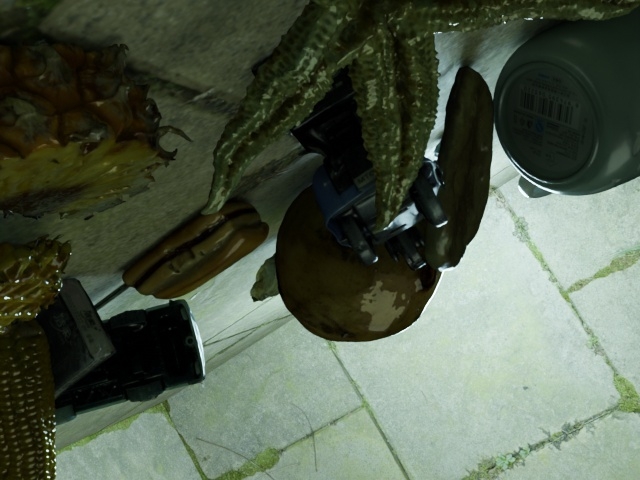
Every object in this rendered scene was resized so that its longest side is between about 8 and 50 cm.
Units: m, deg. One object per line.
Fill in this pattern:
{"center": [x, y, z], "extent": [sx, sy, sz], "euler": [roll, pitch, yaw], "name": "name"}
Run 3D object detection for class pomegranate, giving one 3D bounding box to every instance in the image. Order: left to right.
{"center": [0.064, 0.024, 0.997], "extent": [0.281, 0.281, 0.281], "euler": [-30, 170, -6], "name": "pomegranate"}

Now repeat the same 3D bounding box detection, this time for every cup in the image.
{"center": [0.414, -0.185, 0.987], "extent": [0.274, 0.259, 0.356], "euler": [-23, 153, -25], "name": "cup"}

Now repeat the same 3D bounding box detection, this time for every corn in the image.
{"center": [-0.359, 0.198, 0.748], "extent": [0.097, 0.261, 0.097], "euler": [-3, -169, 0], "name": "corn"}

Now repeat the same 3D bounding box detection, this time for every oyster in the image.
{"center": [-0.001, -0.002, 1.263], "extent": [0.354, 0.107, 0.201], "euler": [-40, -165, -23], "name": "oyster"}

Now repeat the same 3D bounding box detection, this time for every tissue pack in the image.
{"center": [-0.340, 0.131, 0.808], "extent": [0.156, 0.112, 0.051], "euler": [-36, 170, 27], "name": "tissue pack"}

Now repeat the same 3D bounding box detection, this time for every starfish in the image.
{"center": [0.029, -0.152, 0.410], "extent": [0.358, 0.078, 0.347], "euler": [-34, 143, 14], "name": "starfish"}

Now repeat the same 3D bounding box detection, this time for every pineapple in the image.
{"center": [-0.162, -0.074, 0.426], "extent": [0.135, 0.079, 0.233], "euler": [-23, 177, 2], "name": "pineapple"}

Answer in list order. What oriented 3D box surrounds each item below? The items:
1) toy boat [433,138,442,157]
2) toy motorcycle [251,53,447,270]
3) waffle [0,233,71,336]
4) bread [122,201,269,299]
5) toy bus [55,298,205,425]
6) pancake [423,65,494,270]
{"center": [0.260, -0.206, 1.196], "extent": [0.096, 0.034, 0.122], "euler": [-27, 161, -20], "name": "toy boat"}
{"center": [0.051, -0.075, 0.703], "extent": [0.125, 0.212, 0.358], "euler": [-30, 167, 5], "name": "toy motorcycle"}
{"center": [-0.324, 0.049, 0.581], "extent": [0.197, 0.070, 0.193], "euler": [-27, 170, -35], "name": "waffle"}
{"center": [-0.172, 0.020, 0.893], "extent": [0.200, 0.077, 0.116], "euler": [-33, 178, 18], "name": "bread"}
{"center": [-0.307, 0.177, 0.950], "extent": [0.271, 0.133, 0.165], "euler": [-14, 176, -4], "name": "toy bus"}
{"center": [0.203, -0.099, 0.909], "extent": [0.049, 0.294, 0.294], "euler": [7, -174, 23], "name": "pancake"}
